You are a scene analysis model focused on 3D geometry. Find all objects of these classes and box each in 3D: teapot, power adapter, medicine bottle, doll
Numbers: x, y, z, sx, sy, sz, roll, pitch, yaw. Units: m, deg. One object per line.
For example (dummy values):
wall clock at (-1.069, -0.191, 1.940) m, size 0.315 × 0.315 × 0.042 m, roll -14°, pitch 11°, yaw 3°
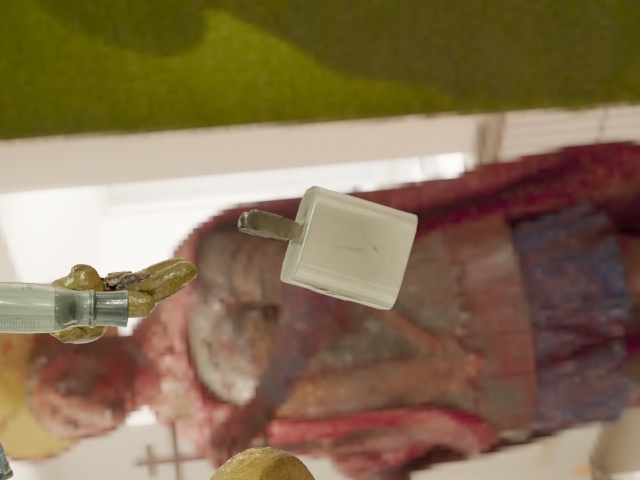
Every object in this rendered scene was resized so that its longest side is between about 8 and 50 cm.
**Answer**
teapot at (-0.110, 0.396, 2.374) m, size 0.311 × 0.167 × 0.203 m, roll -57°, pitch -44°, yaw -47°
power adapter at (0.000, 0.000, 2.135) m, size 0.130 × 0.205 × 0.125 m, roll 173°, pitch 113°, yaw -82°
medicine bottle at (-0.316, 0.073, 1.892) m, size 0.090 × 0.208 × 0.054 m, roll -150°, pitch 61°, yaw -78°
doll at (-0.261, 0.058, 2.189) m, size 0.137 × 0.209 × 0.097 m, roll 35°, pitch 146°, yaw 61°

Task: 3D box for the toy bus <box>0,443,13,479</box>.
toy bus at (-0.529, 0.237, 2.418) m, size 0.234 × 0.116 × 0.133 m, roll 60°, pitch 166°, yaw 21°
